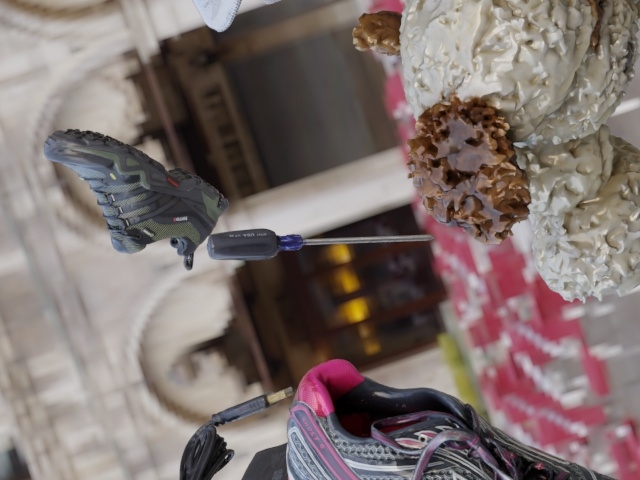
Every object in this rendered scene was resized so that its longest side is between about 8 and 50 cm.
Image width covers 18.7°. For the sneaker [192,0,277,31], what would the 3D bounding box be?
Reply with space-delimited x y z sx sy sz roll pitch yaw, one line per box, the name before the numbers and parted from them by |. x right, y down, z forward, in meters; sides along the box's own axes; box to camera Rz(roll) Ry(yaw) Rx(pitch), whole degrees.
sneaker | -0.109 -0.213 1.206 0.366 0.137 0.210 -31 90 47

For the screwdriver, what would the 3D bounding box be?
screwdriver | 0.000 0.000 1.436 0.025 0.170 0.024 -135 44 -70

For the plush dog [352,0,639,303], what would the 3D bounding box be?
plush dog | 0.106 -0.113 1.049 0.225 0.211 0.262 19 -93 -79

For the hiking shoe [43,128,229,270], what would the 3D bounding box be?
hiking shoe | -0.214 -0.043 2.160 0.227 0.114 0.086 24 -177 -25

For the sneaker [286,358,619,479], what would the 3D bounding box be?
sneaker | 0.107 0.164 1.265 0.121 0.299 0.112 -44 -41 -52

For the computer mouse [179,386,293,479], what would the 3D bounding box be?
computer mouse | -0.021 0.188 1.614 0.060 0.262 0.184 46 -146 -26
